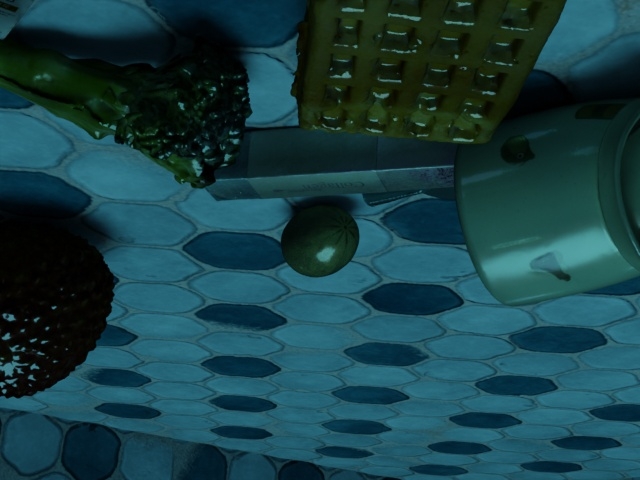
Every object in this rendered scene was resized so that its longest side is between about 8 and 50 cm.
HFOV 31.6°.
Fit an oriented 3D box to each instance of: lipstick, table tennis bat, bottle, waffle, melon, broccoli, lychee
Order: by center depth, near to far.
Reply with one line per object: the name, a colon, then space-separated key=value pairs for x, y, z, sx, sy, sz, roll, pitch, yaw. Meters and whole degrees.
waffle: x=0.090 y=-0.192 z=1.055 sx=0.224 sy=0.098 sz=0.327 roll=7 pitch=158 yaw=-3
broccoli: x=-0.224 y=-0.159 z=1.186 sx=0.304 sy=0.145 sz=0.165 roll=13 pitch=169 yaw=6
bottle: x=0.335 y=-0.055 z=1.198 sx=0.352 sy=0.229 sz=0.229 roll=-12 pitch=154 yaw=28
lipstick: x=0.016 y=-0.096 z=1.350 sx=0.317 sy=0.068 sz=0.066 roll=-3 pitch=157 yaw=16
table tennis bat: x=0.143 y=-0.076 z=1.428 sx=0.201 sy=0.033 sz=0.124 roll=-12 pitch=152 yaw=30
melon: x=0.000 y=0.000 z=1.560 sx=0.098 sy=0.098 sz=0.131 roll=17 pitch=150 yaw=-30
lychee: x=-0.454 y=0.097 z=1.681 sx=0.304 sy=0.275 sz=0.276 roll=-24 pitch=155 yaw=2

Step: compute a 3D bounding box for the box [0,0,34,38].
box: x=-0.277 y=-0.253 z=1.041 sx=0.055 sy=0.039 sz=0.218 roll=18 pitch=155 yaw=-28
